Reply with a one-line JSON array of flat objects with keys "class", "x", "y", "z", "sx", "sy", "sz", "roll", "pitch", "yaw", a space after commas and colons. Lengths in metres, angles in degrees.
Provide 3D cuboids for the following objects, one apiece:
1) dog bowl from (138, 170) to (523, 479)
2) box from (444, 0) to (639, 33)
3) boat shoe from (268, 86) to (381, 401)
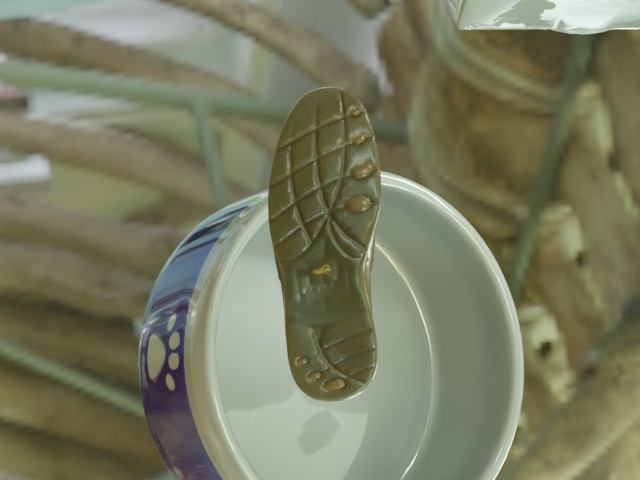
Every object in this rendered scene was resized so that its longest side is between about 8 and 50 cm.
[{"class": "dog bowl", "x": 0.009, "y": 0.087, "z": 1.376, "sx": 0.104, "sy": 0.265, "sz": 0.264, "roll": -14, "pitch": -98, "yaw": 56}, {"class": "box", "x": 0.162, "y": -0.239, "z": 1.322, "sx": 0.182, "sy": 0.181, "sz": 0.119, "roll": -109, "pitch": -156, "yaw": -44}, {"class": "boat shoe", "x": 0.000, "y": 0.000, "z": 1.119, "sx": 0.060, "sy": 0.064, "sz": 0.178, "roll": -128, "pitch": -144, "yaw": -80}]
